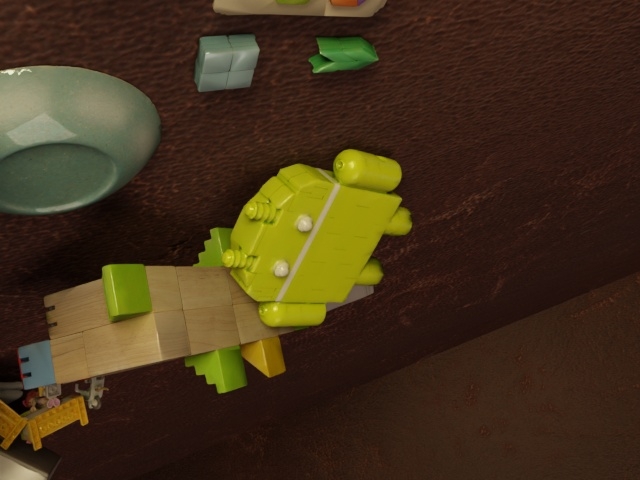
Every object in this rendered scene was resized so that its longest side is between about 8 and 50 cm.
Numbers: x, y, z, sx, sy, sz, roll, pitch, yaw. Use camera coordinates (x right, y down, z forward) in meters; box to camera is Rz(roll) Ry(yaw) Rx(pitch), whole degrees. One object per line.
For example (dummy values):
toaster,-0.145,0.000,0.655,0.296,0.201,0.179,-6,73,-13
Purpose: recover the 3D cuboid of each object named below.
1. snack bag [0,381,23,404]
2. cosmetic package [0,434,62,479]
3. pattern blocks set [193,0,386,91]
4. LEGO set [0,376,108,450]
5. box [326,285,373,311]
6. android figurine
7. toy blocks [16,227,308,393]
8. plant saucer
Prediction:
snack bag,-0.682,0.281,0.926,0.343,0.037,0.323,-30,157,20
cosmetic package,-0.544,0.421,0.994,0.156,0.217,0.385,30,160,-8
pattern blocks set,0.016,-0.213,0.399,0.286,0.026,0.325,-16,159,-14
LEGO set,-0.467,0.240,0.935,0.107,0.132,0.287,-1,169,35
box,0.019,0.047,0.945,0.102,0.087,0.101,-20,159,-2
android figurine,0.000,0.000,0.762,0.273,0.056,0.248,8,118,-48
toy blocks,-0.218,0.108,0.788,0.261,0.190,0.381,-16,172,23
plant saucer,-0.225,-0.065,0.518,0.195,0.037,0.195,-18,159,-7
